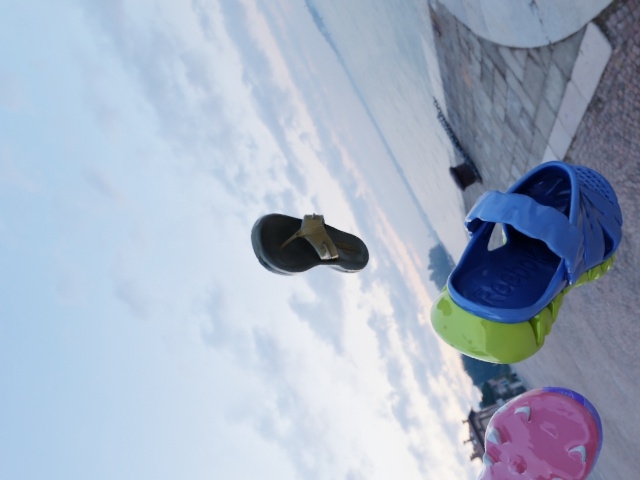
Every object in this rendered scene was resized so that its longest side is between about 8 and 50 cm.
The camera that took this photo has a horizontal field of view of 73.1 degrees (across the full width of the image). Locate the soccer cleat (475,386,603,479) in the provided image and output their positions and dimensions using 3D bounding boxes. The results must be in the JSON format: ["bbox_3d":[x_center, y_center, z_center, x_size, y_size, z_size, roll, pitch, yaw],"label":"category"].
[{"bbox_3d":[0.210,0.216,0.427,0.083,0.095,0.248,33,136,37],"label":"soccer cleat"}]

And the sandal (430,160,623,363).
[{"bbox_3d":[0.228,-0.017,0.432,0.317,0.126,0.138,-36,-45,-40],"label":"sandal"}]

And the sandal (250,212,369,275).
[{"bbox_3d":[0.000,0.000,0.475,0.180,0.049,0.072,8,-125,-44],"label":"sandal"}]
